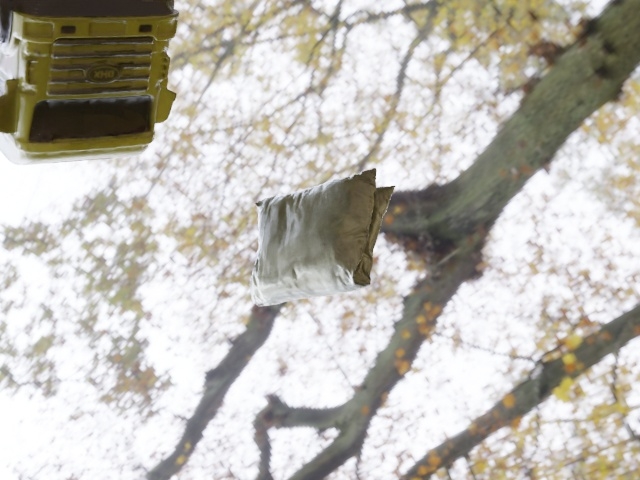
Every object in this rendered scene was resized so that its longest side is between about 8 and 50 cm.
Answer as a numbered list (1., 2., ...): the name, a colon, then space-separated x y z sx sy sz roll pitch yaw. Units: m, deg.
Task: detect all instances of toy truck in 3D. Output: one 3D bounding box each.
1. toy truck: -0.305 -0.217 1.194 0.181 0.254 0.405 -11 -148 -31

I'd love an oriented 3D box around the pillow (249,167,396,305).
1. pillow: 0.000 0.000 1.253 0.078 0.181 0.134 32 -122 -35
